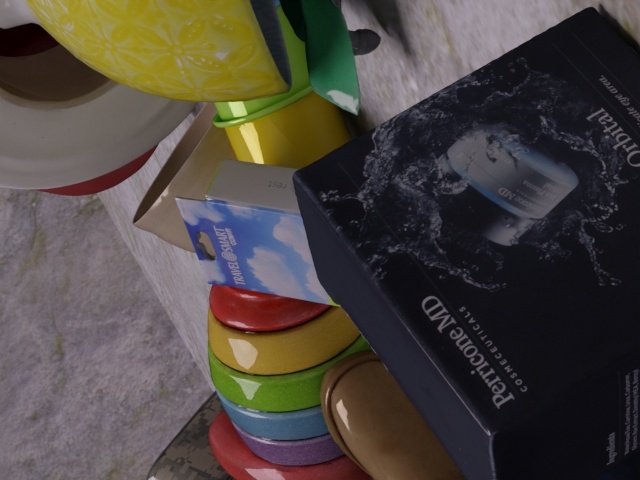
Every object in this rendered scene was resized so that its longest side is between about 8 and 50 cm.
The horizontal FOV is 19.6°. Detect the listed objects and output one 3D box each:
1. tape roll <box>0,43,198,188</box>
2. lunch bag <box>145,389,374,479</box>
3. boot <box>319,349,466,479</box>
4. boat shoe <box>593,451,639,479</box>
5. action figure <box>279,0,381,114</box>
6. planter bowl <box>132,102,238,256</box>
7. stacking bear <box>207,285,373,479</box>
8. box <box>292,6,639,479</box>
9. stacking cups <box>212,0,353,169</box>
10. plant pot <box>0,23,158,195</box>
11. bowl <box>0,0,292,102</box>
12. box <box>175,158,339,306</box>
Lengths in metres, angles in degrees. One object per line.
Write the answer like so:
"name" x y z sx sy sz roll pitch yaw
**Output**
"tape roll" -0.205 -0.184 1.365 0.100 0.286 0.286 46 163 51
"lunch bag" 0.008 0.294 1.853 0.256 0.212 0.305 32 158 34
"boot" 0.121 0.217 1.465 0.236 0.089 0.269 53 174 -25
"boat shoe" 0.111 0.045 1.037 0.258 0.089 0.109 54 -178 3
"action figure" -0.013 -0.187 1.039 0.137 0.063 0.232 57 173 29
"planter bowl" -0.055 -0.050 1.425 0.109 0.162 0.162 34 174 -11
"stacking bear" -0.031 0.066 1.590 0.164 0.175 0.289 -131 22 -55
"box" 0.097 0.010 0.784 0.156 0.158 0.093 53 167 32
"stacking cups" -0.065 -0.185 1.279 0.316 0.096 0.096 68 168 -13
"plant pot" -0.271 -0.167 1.840 0.275 0.275 0.243 57 179 15
"bowl" -0.132 -0.202 1.088 0.289 0.156 0.289 -18 -90 -86
"box" 0.000 0.000 1.256 0.178 0.042 0.109 9 146 19
